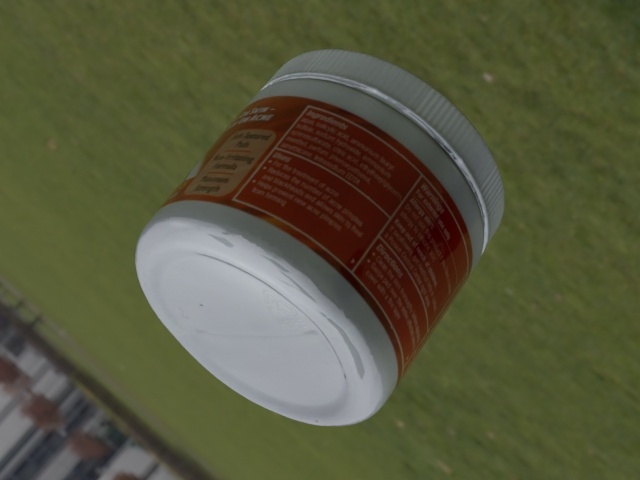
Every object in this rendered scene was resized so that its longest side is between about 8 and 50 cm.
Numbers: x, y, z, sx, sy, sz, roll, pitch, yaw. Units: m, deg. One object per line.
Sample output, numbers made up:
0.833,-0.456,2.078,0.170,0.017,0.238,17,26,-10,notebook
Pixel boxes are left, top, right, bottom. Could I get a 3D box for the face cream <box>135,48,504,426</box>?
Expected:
0.000,0.000,1.013,0.201,0.187,0.201,26,148,18,face cream
